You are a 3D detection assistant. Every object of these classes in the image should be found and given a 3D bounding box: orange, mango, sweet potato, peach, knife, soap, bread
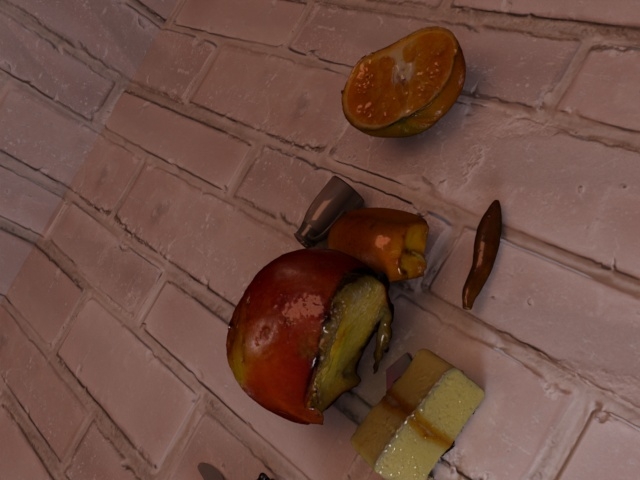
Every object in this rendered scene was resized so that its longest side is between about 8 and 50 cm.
[{"bbox_3d":[0.203,-0.381,2.129,0.310,0.274,0.274,-9,52,2],"label":"orange"},{"bbox_3d":[0.131,0.006,2.020,0.201,0.199,0.350,-37,21,-19],"label":"mango"},{"bbox_3d":[0.355,0.030,1.859,0.057,0.057,0.265,-3,64,45],"label":"sweet potato"},{"bbox_3d":[-0.021,0.201,1.874,0.416,0.353,0.339,-35,6,42],"label":"peach"},{"bbox_3d":[-0.256,0.622,2.144,0.058,0.032,0.244,-55,35,9],"label":"knife"},{"bbox_3d":[0.194,0.328,1.836,0.100,0.056,0.149,-45,41,19],"label":"soap"},{"bbox_3d":[0.190,0.357,1.720,0.178,0.142,0.266,35,87,25],"label":"bread"}]

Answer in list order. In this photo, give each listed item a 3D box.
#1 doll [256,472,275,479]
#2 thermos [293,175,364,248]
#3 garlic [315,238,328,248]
[{"bbox_3d":[-0.182,0.668,1.953,0.258,0.153,0.195,-29,33,-6],"label":"doll"},{"bbox_3d":[0.017,-0.059,2.190,0.193,0.105,0.137,-48,27,-6],"label":"thermos"},{"bbox_3d":[-0.001,0.000,2.261,0.083,0.041,0.053,-53,27,-9],"label":"garlic"}]
